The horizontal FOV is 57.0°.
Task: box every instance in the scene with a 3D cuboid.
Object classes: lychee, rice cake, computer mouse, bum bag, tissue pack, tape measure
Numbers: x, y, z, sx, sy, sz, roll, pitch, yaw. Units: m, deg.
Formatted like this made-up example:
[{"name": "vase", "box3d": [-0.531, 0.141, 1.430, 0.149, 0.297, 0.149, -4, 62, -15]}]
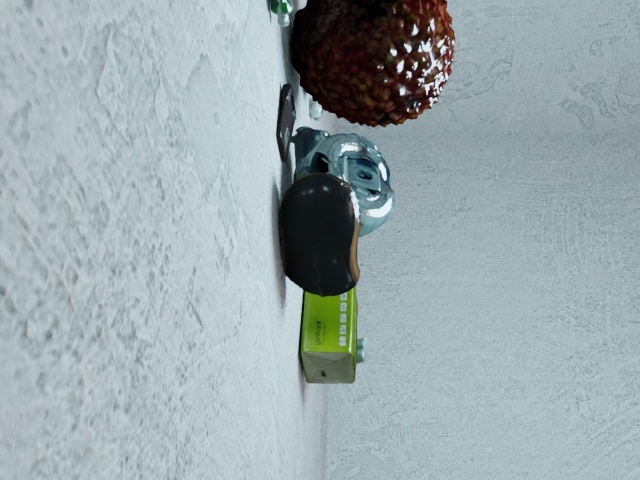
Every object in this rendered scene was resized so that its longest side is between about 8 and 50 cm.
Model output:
[{"name": "lychee", "box3d": [0.118, -0.520, 1.509, 0.500, 0.425, 0.424, 44, 28, -25]}, {"name": "rice cake", "box3d": [0.053, 0.381, 1.920, 0.040, 0.226, 0.084, 47, 32, -41]}, {"name": "computer mouse", "box3d": [-0.001, 0.002, 1.317, 0.116, 0.183, 0.323, -66, 158, -54]}, {"name": "bum bag", "box3d": [-0.081, -0.268, 1.346, 0.109, 0.026, 0.159, 82, 14, -59]}, {"name": "tissue pack", "box3d": [0.029, 0.276, 1.821, 0.200, 0.168, 0.274, 82, 10, -49]}, {"name": "tape measure", "box3d": [0.057, -0.135, 1.439, 0.147, 0.275, 0.256, -31, -125, 48]}]

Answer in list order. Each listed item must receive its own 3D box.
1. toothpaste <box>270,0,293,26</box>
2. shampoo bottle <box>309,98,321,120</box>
[{"name": "toothpaste", "box3d": [-0.085, -0.524, 1.118, 0.247, 0.047, 0.078, 82, 3, -47]}, {"name": "shampoo bottle", "box3d": [-0.014, -0.460, 2.058, 0.099, 0.043, 0.072, -37, 127, -85]}]
